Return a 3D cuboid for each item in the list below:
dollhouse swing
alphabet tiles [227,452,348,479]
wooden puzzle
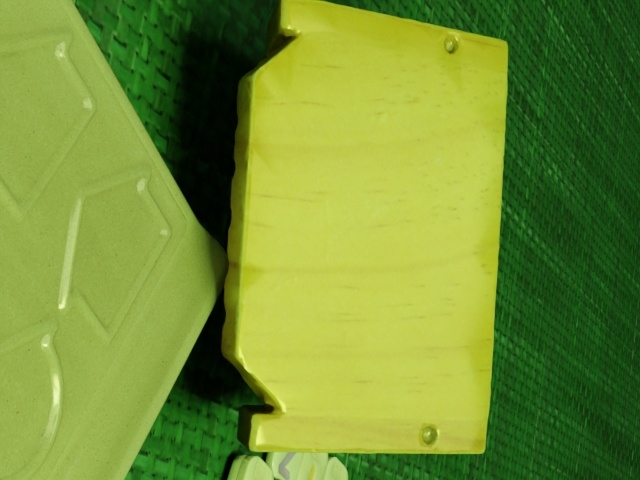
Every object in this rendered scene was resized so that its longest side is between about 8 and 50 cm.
[{"bbox_3d":[0.000,0.000,1.147,0.315,0.305,0.347,6,86,-31],"label":"dollhouse swing"},{"bbox_3d":[-0.031,0.318,1.214,0.284,0.021,0.278,55,43,-50],"label":"alphabet tiles"},{"bbox_3d":[-0.217,0.009,0.821,0.348,0.080,0.322,59,42,-38],"label":"wooden puzzle"}]
